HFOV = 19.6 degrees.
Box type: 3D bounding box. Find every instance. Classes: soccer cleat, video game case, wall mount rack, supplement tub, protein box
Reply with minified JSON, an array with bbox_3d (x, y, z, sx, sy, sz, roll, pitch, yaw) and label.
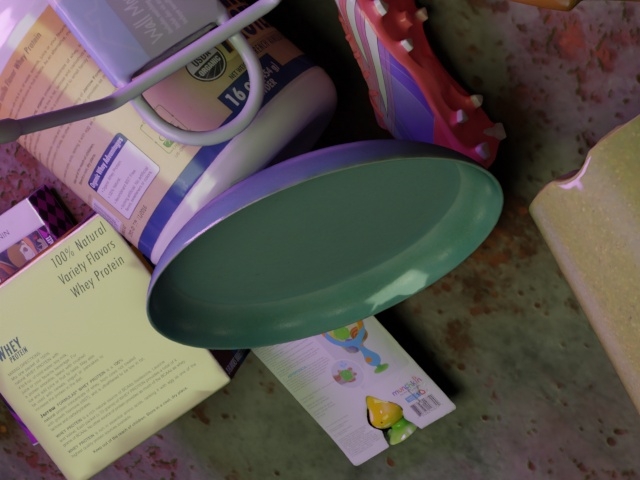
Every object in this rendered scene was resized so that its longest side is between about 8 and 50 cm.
[{"bbox_3d":[0.062,-0.152,1.595,0.095,0.083,0.248,-28,102,38],"label":"soccer cleat"},{"bbox_3d":[-0.294,0.082,1.938,0.210,0.042,0.232,-28,99,38],"label":"video game case"},{"bbox_3d":[-0.201,-0.213,1.452,0.350,0.304,0.130,51,159,10],"label":"wall mount rack"},{"bbox_3d":[-0.167,-0.149,1.630,0.316,0.228,0.228,41,127,4],"label":"supplement tub"},{"bbox_3d":[-0.207,0.089,1.795,0.199,0.136,0.201,-35,96,16],"label":"protein box"}]

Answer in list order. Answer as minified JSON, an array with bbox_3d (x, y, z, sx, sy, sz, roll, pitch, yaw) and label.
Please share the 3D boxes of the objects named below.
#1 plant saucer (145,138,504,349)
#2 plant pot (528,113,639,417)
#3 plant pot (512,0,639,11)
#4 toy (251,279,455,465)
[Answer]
[{"bbox_3d":[0.000,0.000,1.565,0.317,0.317,0.044,-39,59,37],"label":"plant saucer"},{"bbox_3d":[0.307,0.021,1.453,0.276,0.276,0.254,-42,78,37],"label":"plant pot"},{"bbox_3d":[0.249,-0.260,1.374,0.187,0.205,0.205,14,122,5],"label":"plant pot"},{"bbox_3d":[0.011,0.093,1.763,0.137,0.056,0.237,-34,100,33],"label":"toy"}]
